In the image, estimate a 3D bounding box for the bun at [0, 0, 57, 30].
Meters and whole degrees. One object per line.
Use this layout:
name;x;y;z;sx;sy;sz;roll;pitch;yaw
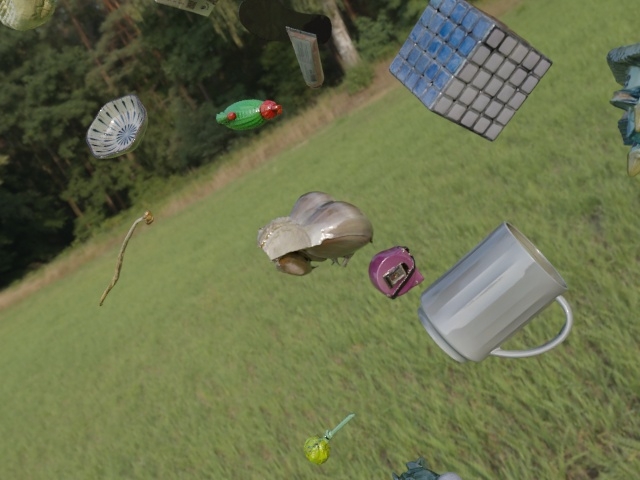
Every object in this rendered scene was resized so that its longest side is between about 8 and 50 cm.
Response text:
bun;-0.697;-0.592;1.549;0.145;0.229;0.229;-40;14;-34

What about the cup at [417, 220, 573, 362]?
cup;0.457;0.172;1.738;0.327;0.323;0.237;-45;-21;17

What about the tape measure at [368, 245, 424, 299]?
tape measure;0.183;0.076;1.668;0.125;0.118;0.074;-39;20;-11

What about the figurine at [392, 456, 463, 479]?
figurine;0.260;0.495;1.116;0.186;0.261;0.382;-25;22;-38

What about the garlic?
garlic;0.000;0.000;1.645;0.292;0.210;0.237;2;-62;-52

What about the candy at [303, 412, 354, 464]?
candy;0.023;0.403;1.402;0.058;0.062;0.194;-4;-37;-37

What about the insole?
insole;-0.072;-0.469;1.470;0.253;0.086;0.005;-2;15;-40

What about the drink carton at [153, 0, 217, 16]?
drink carton;-0.450;-0.884;2.144;0.194;0.324;0.132;1;-33;-40

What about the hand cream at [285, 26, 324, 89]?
hand cream;-0.026;-0.390;1.457;0.209;0.067;0.043;67;-134;-72

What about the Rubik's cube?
Rubik's cube;0.344;-0.411;1.596;0.237;0.238;0.237;-55;40;24

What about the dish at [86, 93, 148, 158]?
dish;-0.503;-0.277;1.733;0.191;0.190;0.066;-29;-34;12

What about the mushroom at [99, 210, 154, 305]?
mushroom;-0.413;0.040;1.412;0.286;0.028;0.026;-52;-6;29

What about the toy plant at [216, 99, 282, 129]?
toy plant;-0.201;-0.386;2.067;0.240;0.088;0.154;-6;7;23

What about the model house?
model house;0.838;-0.331;1.777;0.267;0.194;0.325;-124;53;-81
